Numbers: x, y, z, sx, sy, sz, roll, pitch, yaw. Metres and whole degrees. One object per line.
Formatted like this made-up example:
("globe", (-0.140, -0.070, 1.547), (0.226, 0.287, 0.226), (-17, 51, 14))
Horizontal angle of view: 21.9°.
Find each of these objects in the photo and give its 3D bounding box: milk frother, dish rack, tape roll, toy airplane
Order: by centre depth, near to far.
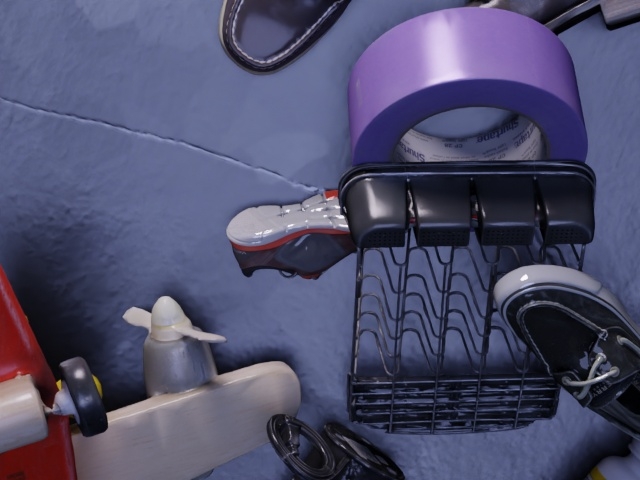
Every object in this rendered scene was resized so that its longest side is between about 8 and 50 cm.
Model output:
("tape roll", (0.117, -0.094, 1.337), (0.189, 0.080, 0.189), (-1, 142, -1))
("toy airplane", (-0.255, 0.188, 1.370), (0.386, 0.272, 0.384), (24, 111, -39))
("dish rack", (0.117, 0.058, 1.378), (0.208, 0.074, 0.271), (0, 133, -2))
("milk frother", (-0.018, 0.224, 1.404), (0.143, 0.129, 0.135), (32, 96, -15))

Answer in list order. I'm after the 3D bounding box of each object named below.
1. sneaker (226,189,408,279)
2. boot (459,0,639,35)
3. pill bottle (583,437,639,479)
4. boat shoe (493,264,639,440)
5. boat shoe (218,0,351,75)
("sneaker", (0.000, 0.000, 1.427), (0.158, 0.061, 0.065), (-5, 124, 2))
("boot", (0.171, -0.275, 1.375), (0.263, 0.091, 0.229), (-15, 90, 2))
("pill bottle", (0.256, 0.262, 1.417), (0.119, 0.119, 0.208), (40, 96, -4))
("boat shoe", (0.224, 0.095, 1.320), (0.219, 0.070, 0.078), (34, 123, -30))
("boat shoe", (0.013, -0.260, 1.364), (0.103, 0.092, 0.285), (40, 96, -4))
